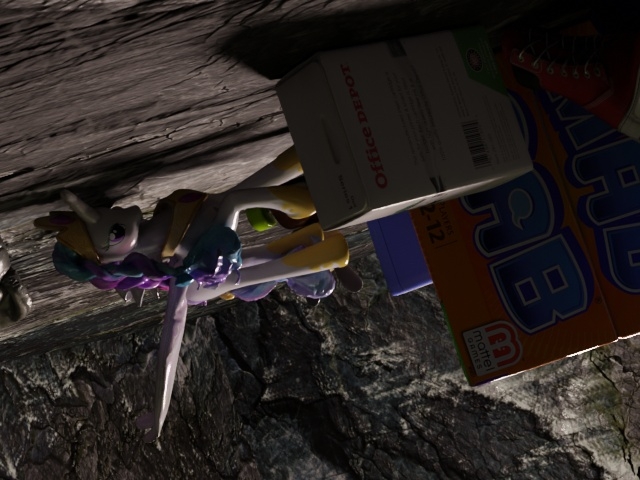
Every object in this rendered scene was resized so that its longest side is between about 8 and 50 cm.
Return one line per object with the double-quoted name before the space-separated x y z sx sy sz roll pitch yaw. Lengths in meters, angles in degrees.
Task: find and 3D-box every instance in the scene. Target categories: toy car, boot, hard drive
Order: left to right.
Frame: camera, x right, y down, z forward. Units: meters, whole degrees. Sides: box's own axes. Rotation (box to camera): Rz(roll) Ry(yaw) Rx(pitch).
"toy car" 0.000 0.000 2.083 0.155 0.188 0.149 -21 174 31
"hard drive" 0.184 -0.054 2.044 0.040 0.210 0.319 -14 173 -39
"boot" 0.267 -0.185 1.365 0.088 0.176 0.244 -63 172 -8

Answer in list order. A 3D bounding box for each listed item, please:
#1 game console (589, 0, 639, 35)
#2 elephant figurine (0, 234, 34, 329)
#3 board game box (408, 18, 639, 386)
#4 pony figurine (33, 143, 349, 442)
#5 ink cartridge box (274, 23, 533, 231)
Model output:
"game console" 0.440 -0.213 1.361 0.250 0.173 0.293 -13 175 -4
"elephant figurine" -0.388 0.043 1.432 0.239 0.169 0.186 -35 -158 8
"board game box" 0.299 -0.048 1.693 0.356 0.356 0.356 -19 175 6
"pony figurine" -0.156 0.028 1.655 0.363 0.303 0.351 -14 142 -15
"ink cartridge box" 0.083 -0.112 1.331 0.219 0.160 0.092 -14 173 -35
